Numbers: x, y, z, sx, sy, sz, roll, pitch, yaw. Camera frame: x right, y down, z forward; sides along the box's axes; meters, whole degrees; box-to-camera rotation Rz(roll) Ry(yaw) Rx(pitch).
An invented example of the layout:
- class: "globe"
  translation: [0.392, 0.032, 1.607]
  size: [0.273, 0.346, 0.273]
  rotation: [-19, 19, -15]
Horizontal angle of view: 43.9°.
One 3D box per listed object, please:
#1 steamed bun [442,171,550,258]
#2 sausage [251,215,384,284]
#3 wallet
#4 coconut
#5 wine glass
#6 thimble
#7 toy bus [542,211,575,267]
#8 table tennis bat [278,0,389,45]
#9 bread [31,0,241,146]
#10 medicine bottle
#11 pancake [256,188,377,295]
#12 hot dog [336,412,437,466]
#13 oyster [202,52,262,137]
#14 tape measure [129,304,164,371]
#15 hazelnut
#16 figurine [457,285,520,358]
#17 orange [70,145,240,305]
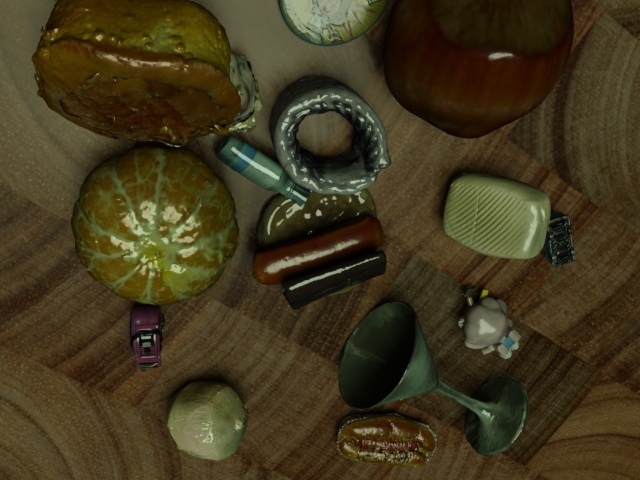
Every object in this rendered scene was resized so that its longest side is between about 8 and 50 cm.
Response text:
- class: "steamed bun"
  translation: [0.394, -0.060, 1.726]
  size: [0.152, 0.238, 0.170]
  rotation: [-19, 121, -49]
- class: "sausage"
  translation: [-0.004, 0.025, 1.693]
  size: [0.300, 0.083, 0.089]
  rotation: [-18, 97, -4]
- class: "wallet"
  translation: [0.034, 0.082, 1.689]
  size: [0.229, 0.182, 0.049]
  rotation: [-21, 75, 0]
- class: "coconut"
  translation: [-0.251, 0.412, 1.813]
  size: [0.194, 0.194, 0.194]
  rotation: [-4, 114, -10]
- class: "wine glass"
  translation: [0.276, 0.343, 1.851]
  size: [0.406, 0.267, 0.267]
  rotation: [31, 104, -24]
- class: "thimble"
  translation: [0.017, -0.213, 1.610]
  size: [0.245, 0.157, 0.217]
  rotation: [28, 107, -20]
- class: "toy bus"
  translation: [0.547, -0.009, 1.847]
  size: [0.060, 0.075, 0.123]
  rotation: [-17, 115, -4]
- class: "table tennis bat"
  translation: [0.059, -0.528, 1.547]
  size: [0.215, 0.044, 0.329]
  rotation: [40, 102, -22]
- class: "bread"
  translation: [-0.316, -0.306, 1.413]
  size: [0.358, 0.337, 0.204]
  rotation: [8, 77, -12]
- class: "medicine bottle"
  translation: [-0.116, -0.142, 1.643]
  size: [0.208, 0.090, 0.054]
  rotation: [32, 74, -17]
- class: "pancake"
  translation: [0.000, 0.000, 1.756]
  size: [0.294, 0.049, 0.294]
  rotation: [-4, 113, -8]
- class: "hot dog"
  translation: [0.167, 0.499, 1.990]
  size: [0.268, 0.075, 0.144]
  rotation: [11, 113, -13]
- class: "oyster"
  translation: [-0.190, -0.283, 1.592]
  size: [0.191, 0.081, 0.163]
  rotation: [-32, 92, 20]
- class: "tape measure"
  translation: [-0.378, 0.204, 1.731]
  size: [0.074, 0.118, 0.125]
  rotation: [-2, 131, -12]
- class: "hazelnut"
  translation: [0.303, -0.368, 1.523]
  size: [0.366, 0.366, 0.366]
  rotation: [-4, 114, -10]
- class: "figurine"
  translation: [0.406, 0.212, 1.900]
  size: [0.137, 0.112, 0.229]
  rotation: [-44, 124, 3]
- class: "orange"
  translation: [-0.324, -0.031, 1.569]
  size: [0.329, 0.249, 0.329]
  rotation: [-1, 111, -2]
